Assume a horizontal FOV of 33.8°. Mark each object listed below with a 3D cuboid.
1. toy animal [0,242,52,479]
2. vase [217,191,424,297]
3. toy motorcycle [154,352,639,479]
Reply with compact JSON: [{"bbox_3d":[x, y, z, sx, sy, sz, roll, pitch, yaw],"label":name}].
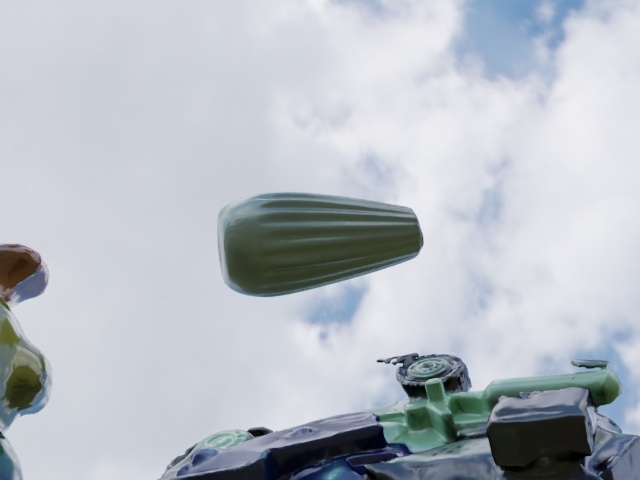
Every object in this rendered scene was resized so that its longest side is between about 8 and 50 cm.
[{"bbox_3d":[-0.343,0.135,0.885,0.216,0.338,0.191,-4,-37,0],"label":"toy animal"},{"bbox_3d":[0.000,0.000,1.295,0.248,0.128,0.128,-4,-68,-9],"label":"vase"},{"bbox_3d":[0.027,0.156,0.644,0.331,0.196,0.125,-8,-75,23],"label":"toy motorcycle"}]
